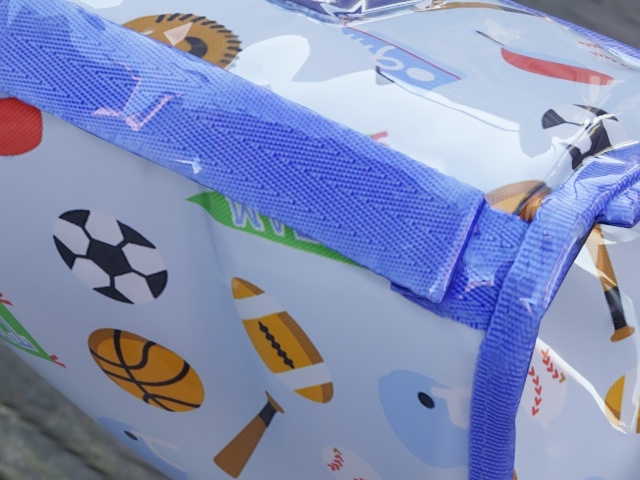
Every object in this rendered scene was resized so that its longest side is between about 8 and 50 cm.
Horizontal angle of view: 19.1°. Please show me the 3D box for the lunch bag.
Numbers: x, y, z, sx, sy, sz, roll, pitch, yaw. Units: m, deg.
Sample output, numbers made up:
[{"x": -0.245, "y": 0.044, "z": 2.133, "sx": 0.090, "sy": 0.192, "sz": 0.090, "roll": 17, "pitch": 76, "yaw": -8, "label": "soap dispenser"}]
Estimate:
[{"x": 0.000, "y": 0.000, "z": 0.804, "sx": 0.328, "sy": 0.239, "sz": 0.385, "roll": 25, "pitch": -9, "yaw": 24, "label": "lunch bag"}]
